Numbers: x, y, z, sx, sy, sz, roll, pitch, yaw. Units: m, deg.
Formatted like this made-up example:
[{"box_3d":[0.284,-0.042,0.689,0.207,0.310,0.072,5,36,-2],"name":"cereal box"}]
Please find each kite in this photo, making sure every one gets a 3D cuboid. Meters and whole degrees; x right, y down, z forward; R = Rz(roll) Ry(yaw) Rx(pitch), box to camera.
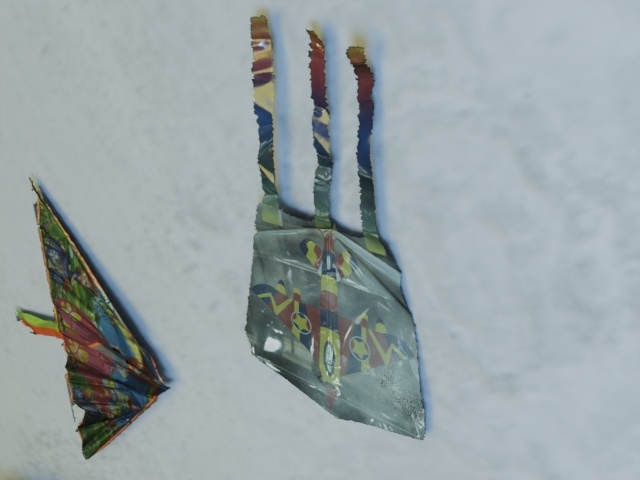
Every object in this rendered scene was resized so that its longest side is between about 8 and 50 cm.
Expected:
[{"box_3d":[-0.171,0.068,0.816,0.183,0.014,0.241,13,121,42],"name":"kite"},{"box_3d":[0.001,-0.001,0.612,0.141,0.015,0.245,19,128,34],"name":"kite"}]
